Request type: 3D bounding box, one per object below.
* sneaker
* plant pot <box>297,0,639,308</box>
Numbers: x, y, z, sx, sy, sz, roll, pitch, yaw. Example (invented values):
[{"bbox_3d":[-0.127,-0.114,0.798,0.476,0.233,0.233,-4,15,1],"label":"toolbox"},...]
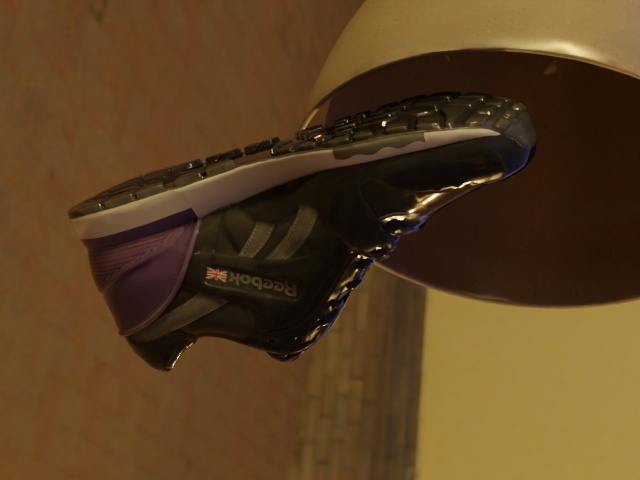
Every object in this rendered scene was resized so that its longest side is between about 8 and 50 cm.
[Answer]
[{"bbox_3d":[0.000,0.000,0.850,0.107,0.283,0.124,-38,112,-62],"label":"sneaker"},{"bbox_3d":[0.137,-0.107,0.962,0.284,0.284,0.191,84,15,-58],"label":"plant pot"}]
